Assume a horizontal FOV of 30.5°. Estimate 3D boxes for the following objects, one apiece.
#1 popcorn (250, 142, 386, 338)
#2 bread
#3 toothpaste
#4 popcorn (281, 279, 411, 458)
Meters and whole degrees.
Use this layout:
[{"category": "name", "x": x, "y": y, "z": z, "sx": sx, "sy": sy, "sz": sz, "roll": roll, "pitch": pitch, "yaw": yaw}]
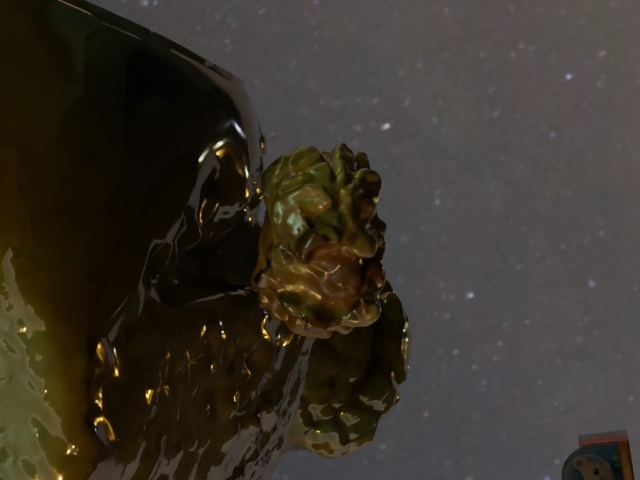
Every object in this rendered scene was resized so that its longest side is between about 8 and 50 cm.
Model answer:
[{"category": "popcorn", "x": 0.000, "y": 0.000, "z": 0.491, "sx": 0.083, "sy": 0.057, "sz": 0.082, "roll": -137, "pitch": 50, "yaw": -87}, {"category": "bread", "x": -0.197, "y": -0.016, "z": 0.581, "sx": 0.395, "sy": 0.264, "sz": 0.239, "roll": 24, "pitch": -166, "yaw": 23}, {"category": "toothpaste", "x": 0.284, "y": 0.290, "z": 1.168, "sx": 0.044, "sy": 0.070, "sz": 0.194, "roll": -31, "pitch": -68, "yaw": -78}, {"category": "popcorn", "x": -0.045, "y": 0.084, "z": 0.972, "sx": 0.200, "sy": 0.226, "sz": 0.203, "roll": 44, "pitch": -165, "yaw": -33}]
